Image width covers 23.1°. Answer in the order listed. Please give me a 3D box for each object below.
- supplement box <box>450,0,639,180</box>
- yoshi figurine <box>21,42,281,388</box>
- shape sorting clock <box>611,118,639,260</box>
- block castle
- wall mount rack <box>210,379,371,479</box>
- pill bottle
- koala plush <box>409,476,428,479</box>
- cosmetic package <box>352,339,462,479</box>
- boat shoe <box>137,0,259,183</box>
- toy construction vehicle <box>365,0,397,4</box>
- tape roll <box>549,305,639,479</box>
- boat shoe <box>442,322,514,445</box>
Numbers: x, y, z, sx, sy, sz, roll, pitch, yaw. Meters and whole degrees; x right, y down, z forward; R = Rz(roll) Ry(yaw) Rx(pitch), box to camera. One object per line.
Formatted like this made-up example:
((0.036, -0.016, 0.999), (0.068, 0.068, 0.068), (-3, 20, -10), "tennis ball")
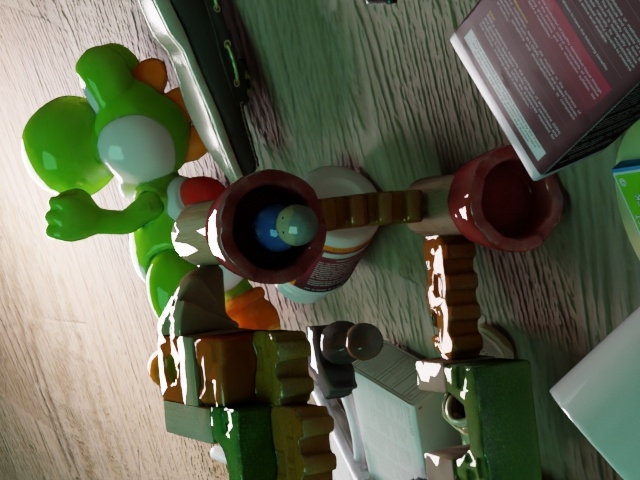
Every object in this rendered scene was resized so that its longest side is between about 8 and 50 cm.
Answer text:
((0.189, -0.152, 1.052), (0.130, 0.073, 0.239), (61, 153, 11), "supplement box")
((-0.200, -0.025, 1.676), (0.362, 0.203, 0.203), (67, 161, -3), "yoshi figurine")
((0.284, -0.001, 1.107), (0.206, 0.040, 0.206), (42, 150, 32), "shape sorting clock")
((0.055, 0.161, 1.226), (0.213, 0.303, 0.453), (177, 87, -66), "block castle")
((-0.034, 0.259, 1.783), (0.304, 0.130, 0.350), (-120, 19, -46), "wall mount rack")
((0.000, 0.000, 1.500), (0.086, 0.086, 0.152), (49, 151, 14), "pill bottle")
((0.153, 0.349, 1.524), (0.196, 0.203, 0.221), (36, 156, 53), "koala plush")
((0.098, 0.223, 1.603), (0.099, 0.060, 0.239), (30, 142, 43), "cosmetic package")
((-0.103, -0.164, 1.507), (0.081, 0.069, 0.227), (22, 138, 64), "boat shoe")
((0.058, -0.232, 1.236), (0.098, 0.035, 0.086), (10, 116, 50), "toy construction vehicle")
((0.290, 0.174, 1.073), (0.286, 0.100, 0.286), (46, -176, -4), "tape roll")
((0.141, 0.151, 1.465), (0.063, 0.059, 0.170), (34, 144, 35), "boat shoe")
